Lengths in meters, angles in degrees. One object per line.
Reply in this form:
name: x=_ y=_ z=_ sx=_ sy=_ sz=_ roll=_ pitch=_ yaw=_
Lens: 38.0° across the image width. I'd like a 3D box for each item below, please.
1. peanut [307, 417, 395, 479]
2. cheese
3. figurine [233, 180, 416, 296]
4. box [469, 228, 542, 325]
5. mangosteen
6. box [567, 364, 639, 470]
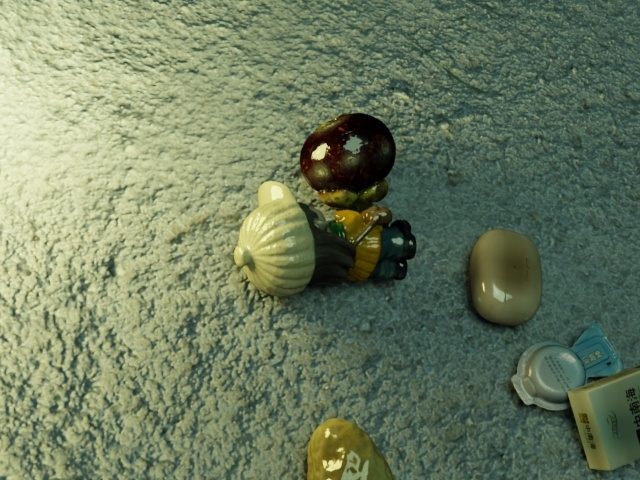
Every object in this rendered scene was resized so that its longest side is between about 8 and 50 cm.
peanut: x=0.041 y=0.439 z=1.510 sx=0.159 sy=0.143 sz=0.291 roll=10 pitch=62 yaw=1
cheese: x=0.473 y=0.248 z=1.789 sx=0.245 sy=0.052 sz=0.135 roll=-19 pitch=72 yaw=-25
figurine: x=0.010 y=0.020 z=1.711 sx=0.332 sy=0.185 sz=0.204 roll=13 pitch=36 yaw=-8
box: x=0.365 y=0.071 z=1.833 sx=0.146 sy=0.088 sz=0.200 roll=13 pitch=59 yaw=-10
mangosteen: x=0.065 y=-0.138 z=1.820 sx=0.192 sy=0.192 sz=0.217 roll=-26 pitch=96 yaw=-26
box: x=0.597 y=0.321 z=1.749 sx=0.243 sy=0.067 sz=0.155 roll=-13 pitch=85 yaw=-22
